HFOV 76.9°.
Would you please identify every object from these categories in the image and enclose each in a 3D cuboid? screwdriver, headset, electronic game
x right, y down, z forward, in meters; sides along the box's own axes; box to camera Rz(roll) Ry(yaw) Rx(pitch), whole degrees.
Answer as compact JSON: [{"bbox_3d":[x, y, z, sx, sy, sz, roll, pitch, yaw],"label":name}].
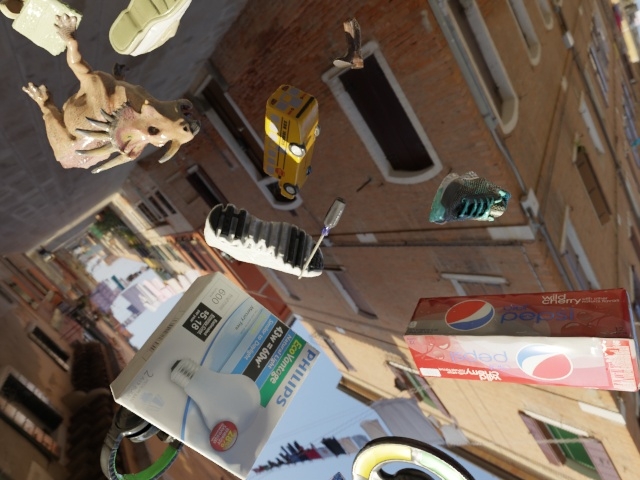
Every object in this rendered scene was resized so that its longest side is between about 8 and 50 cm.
[{"bbox_3d":[0.000,0.000,0.680,0.025,0.024,0.170,-36,158,-57],"label":"screwdriver"},{"bbox_3d":[-0.465,0.529,1.191,0.185,0.243,0.394,7,-110,36],"label":"headset"},{"bbox_3d":[0.160,0.426,0.674,0.229,0.229,0.048,-24,-173,32],"label":"electronic game"}]

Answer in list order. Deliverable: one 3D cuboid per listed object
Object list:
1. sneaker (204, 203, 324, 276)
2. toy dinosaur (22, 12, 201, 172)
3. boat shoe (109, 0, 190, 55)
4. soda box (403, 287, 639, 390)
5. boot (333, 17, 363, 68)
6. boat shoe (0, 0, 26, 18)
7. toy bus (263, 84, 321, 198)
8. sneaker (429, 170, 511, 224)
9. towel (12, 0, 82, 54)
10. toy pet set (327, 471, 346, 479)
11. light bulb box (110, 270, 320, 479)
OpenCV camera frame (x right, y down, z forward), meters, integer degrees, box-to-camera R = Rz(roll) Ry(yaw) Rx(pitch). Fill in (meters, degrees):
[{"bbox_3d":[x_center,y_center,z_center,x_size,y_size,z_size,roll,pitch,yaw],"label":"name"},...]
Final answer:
[{"bbox_3d":[-0.129,0.013,0.938,0.118,0.292,0.110,-41,-150,53],"label":"sneaker"},{"bbox_3d":[-0.325,-0.161,0.580,0.296,0.200,0.127,-24,168,34],"label":"toy dinosaur"},{"bbox_3d":[-0.437,-0.613,1.086,0.302,0.113,0.103,-22,-172,26],"label":"boat shoe"},{"bbox_3d":[0.254,0.128,0.535,0.263,0.083,0.092,-8,-154,36],"label":"soda box"},{"bbox_3d":[0.065,-0.488,0.992,0.037,0.114,0.106,5,-164,41],"label":"boot"},{"bbox_3d":[-0.736,-0.595,1.011,0.045,0.050,0.135,-11,-144,25],"label":"boat shoe"},{"bbox_3d":[-0.088,-0.266,1.159,0.108,0.130,0.332,-60,174,-30],"label":"toy bus"},{"bbox_3d":[0.205,-0.053,0.537,0.076,0.065,0.166,29,-146,30],"label":"sneaker"},{"bbox_3d":[-0.643,-0.515,0.952,0.148,0.110,0.027,-28,-127,31],"label":"towel"},{"bbox_3d":[0.054,0.570,0.897,0.114,0.122,0.065,116,-17,-78],"label":"toy pet set"},{"bbox_3d":[-0.261,0.331,1.042,0.358,0.361,0.225,-56,-161,-24],"label":"light bulb box"}]
